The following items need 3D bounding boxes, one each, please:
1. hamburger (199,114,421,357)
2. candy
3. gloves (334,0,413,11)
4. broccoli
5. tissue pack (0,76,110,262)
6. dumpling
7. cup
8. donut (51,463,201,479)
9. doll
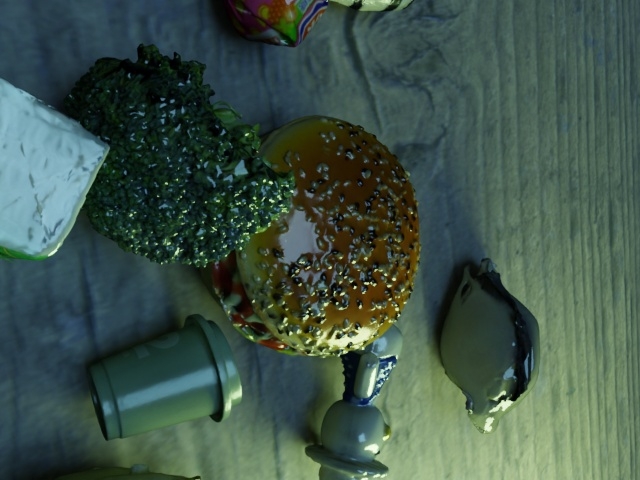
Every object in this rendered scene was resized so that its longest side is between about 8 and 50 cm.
[{"bbox_3d":[0.000,0.000,0.711,0.300,0.176,0.300,-2,93,-40],"label":"hamburger"},{"bbox_3d":[-0.136,-0.353,0.620,0.365,0.124,0.124,40,68,-28],"label":"candy"},{"bbox_3d":[0.041,-0.380,0.751,0.218,0.140,0.131,18,62,-27],"label":"gloves"},{"bbox_3d":[-0.133,-0.074,0.541,0.176,0.226,0.198,-88,166,-56],"label":"broccoli"},{"bbox_3d":[-0.287,-0.036,0.437,0.148,0.209,0.156,33,73,-38],"label":"tissue pack"},{"bbox_3d":[0.307,0.177,1.006,0.204,0.163,0.293,17,71,-36],"label":"dumpling"},{"bbox_3d":[-0.166,0.150,0.629,0.141,0.120,0.120,-15,104,-25],"label":"cup"},{"bbox_3d":[-0.222,0.367,0.564,0.371,0.150,0.308,6,91,-42],"label":"donut"},{"bbox_3d":[0.055,0.210,0.815,0.119,0.138,0.293,13,80,0],"label":"doll"}]
